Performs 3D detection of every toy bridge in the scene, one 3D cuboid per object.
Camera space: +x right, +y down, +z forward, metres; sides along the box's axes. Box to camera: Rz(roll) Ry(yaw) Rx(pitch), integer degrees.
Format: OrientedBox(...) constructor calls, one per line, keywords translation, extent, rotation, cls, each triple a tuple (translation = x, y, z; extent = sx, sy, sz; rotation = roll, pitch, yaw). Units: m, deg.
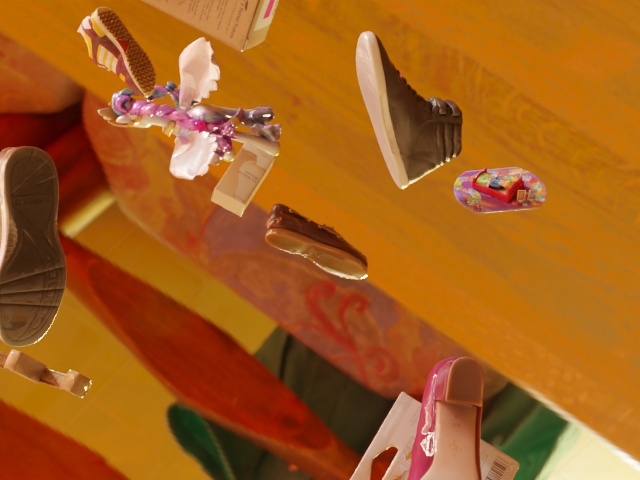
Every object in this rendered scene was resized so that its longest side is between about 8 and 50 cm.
OrientedBox(translation=(-0.353, 0.152, 1.168), extent=(0.188, 0.026, 0.063), rotation=(13, 162, 24), cls="toy bridge")

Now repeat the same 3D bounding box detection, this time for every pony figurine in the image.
OrientedBox(translation=(-0.269, -0.266, 2.183), extent=(0.351, 0.363, 0.303), rotation=(0, 83, 49), cls="pony figurine")

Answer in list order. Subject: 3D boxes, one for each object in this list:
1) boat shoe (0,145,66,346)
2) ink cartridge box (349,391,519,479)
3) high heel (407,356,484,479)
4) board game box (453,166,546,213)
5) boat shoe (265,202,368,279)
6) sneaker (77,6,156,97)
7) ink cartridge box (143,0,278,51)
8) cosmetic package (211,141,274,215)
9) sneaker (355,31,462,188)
OrientedBox(translation=(-0.485, 0.008, 1.570), extent=(0.103, 0.118, 0.320), rotation=(8, 100, 52), cls="boat shoe")
OrientedBox(translation=(0.172, 0.434, 1.648), extent=(0.239, 0.275, 0.060), rotation=(31, 153, 8), cls="ink cartridge box")
OrientedBox(translation=(0.198, 0.375, 1.575), extent=(0.127, 0.377, 0.181), rotation=(17, 167, 2), cls="high heel")
OrientedBox(translation=(0.330, -0.106, 1.787), extent=(0.168, 0.133, 0.033), rotation=(-5, 129, -3), cls="board game box")
OrientedBox(translation=(0.000, 0.000, 1.681), extent=(0.207, 0.073, 0.073), rotation=(28, 142, -27), cls="boat shoe")
OrientedBox(translation=(-0.381, -0.342, 1.826), extent=(0.084, 0.069, 0.185), rotation=(-28, 95, 36), cls="sneaker")
OrientedBox(translation=(-0.136, -0.415, 1.364), extent=(0.193, 0.088, 0.235), rotation=(29, 118, 8), cls="ink cartridge box")
OrientedBox(translation=(-0.129, -0.103, 1.629), extent=(0.060, 0.115, 0.041), rotation=(27, 148, 1), cls="cosmetic package")
OrientedBox(translation=(0.161, -0.246, 1.700), extent=(0.147, 0.104, 0.296), rotation=(-23, 119, -5), cls="sneaker")
